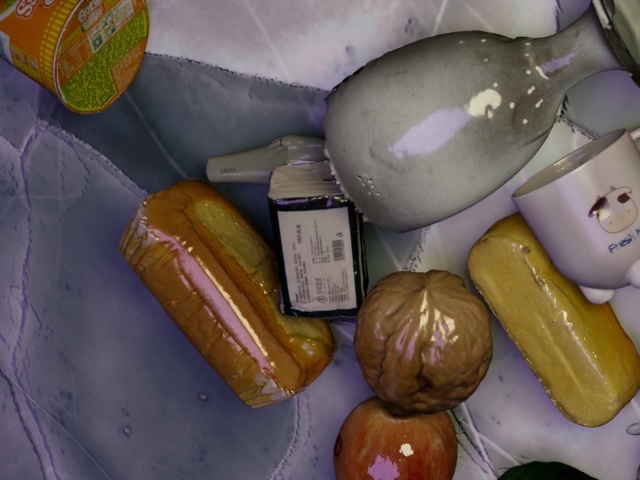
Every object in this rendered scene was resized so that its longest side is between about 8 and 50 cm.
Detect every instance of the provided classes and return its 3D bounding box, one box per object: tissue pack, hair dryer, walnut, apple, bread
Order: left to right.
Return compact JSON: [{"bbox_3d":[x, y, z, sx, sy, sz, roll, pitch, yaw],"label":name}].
[{"bbox_3d":[-0.110,0.065,1.528,0.288,0.152,0.119,51,127,2],"label":"bread"},{"bbox_3d":[-0.052,-0.037,1.518,0.167,0.067,0.199,11,122,15],"label":"hair dryer"},{"bbox_3d":[0.000,0.001,1.443,0.103,0.090,0.170,-3,123,3],"label":"tissue pack"},{"bbox_3d":[0.089,0.248,1.504,0.146,0.146,0.131,9,103,23],"label":"apple"},{"bbox_3d":[0.113,0.107,1.420,0.155,0.155,0.184,24,151,17],"label":"walnut"},{"bbox_3d":[0.254,0.085,1.392,0.102,0.094,0.245,-34,91,41],"label":"bread"}]

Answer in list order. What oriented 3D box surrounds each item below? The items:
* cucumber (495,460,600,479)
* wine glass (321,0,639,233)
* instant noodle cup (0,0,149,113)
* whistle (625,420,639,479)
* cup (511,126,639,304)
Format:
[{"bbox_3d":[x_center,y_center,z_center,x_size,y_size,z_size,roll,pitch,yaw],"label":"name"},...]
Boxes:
[{"bbox_3d":[0.265,0.350,1.463,0.191,0.130,0.191,8,107,26],"label":"cucumber"},{"bbox_3d":[0.171,-0.144,1.294,0.357,0.190,0.190,-27,95,32],"label":"wine glass"},{"bbox_3d":[-0.324,-0.258,1.524,0.185,0.168,0.168,27,118,24],"label":"instant noodle cup"},{"bbox_3d":[0.394,0.159,1.333,0.134,0.142,0.346,39,133,38],"label":"whistle"},{"bbox_3d":[0.303,-0.030,1.320,0.142,0.173,0.134,57,153,-4],"label":"cup"}]
